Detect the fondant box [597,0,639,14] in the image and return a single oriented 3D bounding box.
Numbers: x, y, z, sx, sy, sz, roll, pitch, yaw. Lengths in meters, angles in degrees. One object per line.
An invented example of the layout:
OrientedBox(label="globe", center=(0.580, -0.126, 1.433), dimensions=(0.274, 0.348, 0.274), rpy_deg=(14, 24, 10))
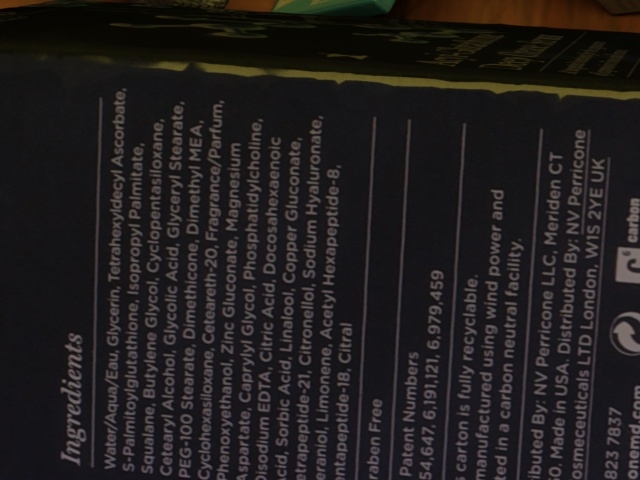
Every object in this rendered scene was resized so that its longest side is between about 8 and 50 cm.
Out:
OrientedBox(label="fondant box", center=(0.256, -0.220, 1.012), dimensions=(0.330, 0.238, 0.096), rpy_deg=(-6, 70, 31))

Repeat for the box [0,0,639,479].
OrientedBox(label="box", center=(0.000, 0.000, 0.983), dimensions=(0.395, 0.293, 0.212), rpy_deg=(4, 101, 11))

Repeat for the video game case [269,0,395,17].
OrientedBox(label="video game case", center=(0.038, -0.198, 1.165), dimensions=(0.119, 0.015, 0.166), rpy_deg=(-2, 57, 57))

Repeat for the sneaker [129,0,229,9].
OrientedBox(label="sneaker", center=(-0.128, -0.243, 1.186), dimensions=(0.268, 0.101, 0.153), rpy_deg=(32, 88, 33))
